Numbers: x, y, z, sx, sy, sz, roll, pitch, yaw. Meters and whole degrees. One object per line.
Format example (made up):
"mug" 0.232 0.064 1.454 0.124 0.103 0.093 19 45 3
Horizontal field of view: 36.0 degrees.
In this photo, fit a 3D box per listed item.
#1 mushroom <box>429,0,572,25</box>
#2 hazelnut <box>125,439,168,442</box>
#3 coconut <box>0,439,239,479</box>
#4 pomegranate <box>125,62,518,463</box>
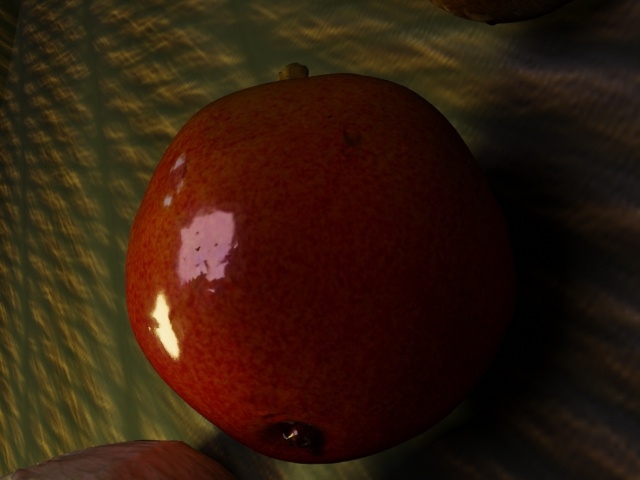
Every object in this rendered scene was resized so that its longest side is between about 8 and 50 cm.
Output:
"mushroom" 0.109 -0.244 0.552 0.194 0.138 0.231 -20 61 58
"hazelnut" -0.178 0.266 0.845 0.214 0.176 0.214 -29 24 14
"coconut" -0.132 0.255 0.567 0.255 0.297 0.297 39 119 20
"pomegranate" 0.000 0.000 0.569 0.221 0.221 0.256 -53 34 38
